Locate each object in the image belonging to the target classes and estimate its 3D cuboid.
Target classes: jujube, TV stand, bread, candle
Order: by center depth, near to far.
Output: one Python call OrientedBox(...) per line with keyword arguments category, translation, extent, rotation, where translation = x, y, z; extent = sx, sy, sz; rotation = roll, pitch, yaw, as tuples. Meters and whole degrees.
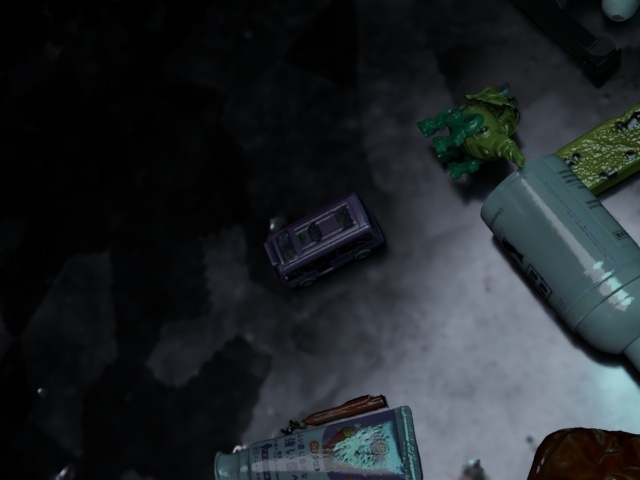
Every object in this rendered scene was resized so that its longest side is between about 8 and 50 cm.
OrientedBox(category="jujube", translation=(0.417, 0.341, 1.013), extent=(0.342, 0.216, 0.216), rotation=(16, 79, 36))
OrientedBox(category="bread", translation=(0.462, -0.149, 1.222), extent=(0.226, 0.049, 0.088), rotation=(-32, 66, 6))
OrientedBox(category="candle", translation=(0.017, 0.263, 1.261), extent=(0.167, 0.021, 0.026), rotation=(-19, 84, 12))
OrientedBox(category="TV stand", translation=(0.370, -0.363, 1.322), extent=(0.049, 0.040, 0.256), rotation=(-40, 66, 3))

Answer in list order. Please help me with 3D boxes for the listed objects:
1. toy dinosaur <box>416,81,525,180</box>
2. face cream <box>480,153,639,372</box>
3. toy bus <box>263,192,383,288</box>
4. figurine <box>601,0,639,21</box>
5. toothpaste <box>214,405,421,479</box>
OrientedBox(category="toy dinosaur", translation=(0.237, -0.151, 1.236), extent=(0.153, 0.094, 0.259), rotation=(-29, 29, 15))
OrientedBox(category="face cream", translation=(0.382, 0.061, 1.131), extent=(0.145, 0.145, 0.370), rotation=(-36, 65, 5))
OrientedBox(category="toy bus", translation=(0.000, 0.000, 1.304), extent=(0.178, 0.098, 0.087), rotation=(-28, 68, 9))
OrientedBox(category="figurine", translation=(0.453, -0.407, 1.263), extent=(0.178, 0.109, 0.130), rotation=(43, 135, 27))
OrientedBox(category="toothpaste", translation=(-0.006, 0.323, 1.230), extent=(0.299, 0.073, 0.114), rotation=(-11, 65, 7))
